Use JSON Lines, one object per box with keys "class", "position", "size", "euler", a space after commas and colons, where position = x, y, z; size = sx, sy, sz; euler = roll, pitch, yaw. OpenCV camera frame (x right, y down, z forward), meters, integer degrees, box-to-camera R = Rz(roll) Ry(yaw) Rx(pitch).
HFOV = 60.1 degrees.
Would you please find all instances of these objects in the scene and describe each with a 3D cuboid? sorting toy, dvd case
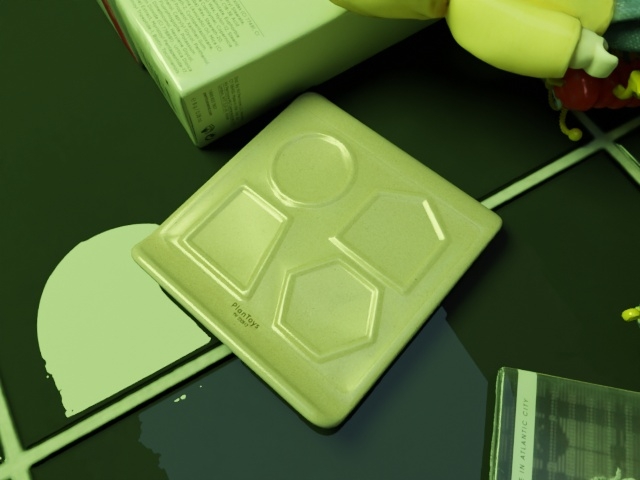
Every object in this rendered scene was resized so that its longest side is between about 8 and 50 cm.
{"class": "sorting toy", "position": [0.000, 0.000, 0.410], "size": [0.193, 0.038, 0.208], "euler": [38, 68, 17]}
{"class": "dvd case", "position": [0.212, 0.178, 0.329], "size": [0.222, 0.018, 0.164], "euler": [10, 68, 6]}

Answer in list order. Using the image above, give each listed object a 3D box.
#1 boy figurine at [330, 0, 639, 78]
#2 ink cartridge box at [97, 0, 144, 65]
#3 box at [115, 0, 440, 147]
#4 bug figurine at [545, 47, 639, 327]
{"class": "boy figurine", "position": [0.146, -0.189, 0.375], "size": [0.286, 0.092, 0.177], "euler": [7, 66, -2]}
{"class": "ink cartridge box", "position": [-0.159, -0.277, 0.486], "size": [0.128, 0.127, 0.176], "euler": [-32, 68, -11]}
{"class": "box", "position": [-0.014, -0.198, 0.457], "size": [0.275, 0.094, 0.113], "euler": [-30, 78, -11]}
{"class": "bug figurine", "position": [0.284, -0.043, 0.395], "size": [0.217, 0.072, 0.278], "euler": [-2, 61, -5]}
